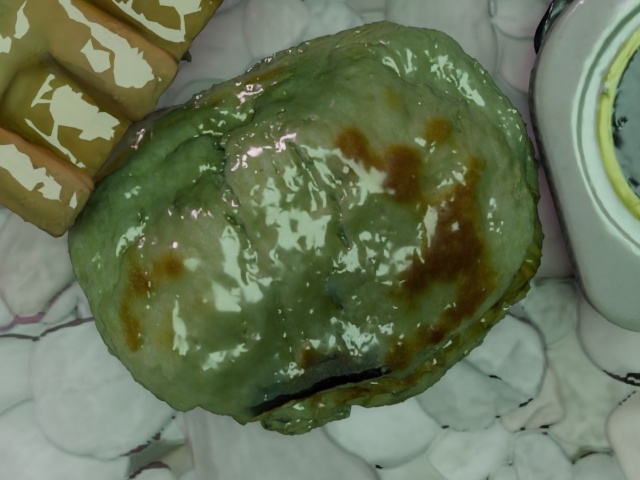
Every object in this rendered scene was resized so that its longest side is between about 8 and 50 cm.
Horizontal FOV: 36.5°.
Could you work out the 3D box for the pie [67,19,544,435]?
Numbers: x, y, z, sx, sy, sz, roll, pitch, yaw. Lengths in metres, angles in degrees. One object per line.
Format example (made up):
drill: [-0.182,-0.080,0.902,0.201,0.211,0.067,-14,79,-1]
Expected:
pie: [0.000,0.000,0.504,0.248,0.090,0.201,-26,93,-2]

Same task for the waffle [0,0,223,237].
waffle: [-0.148,-0.207,0.426,0.304,0.077,0.348,34,99,-14]

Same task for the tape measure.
tape measure: [0.232,-0.070,0.504,0.235,0.115,0.207,-16,90,12]
